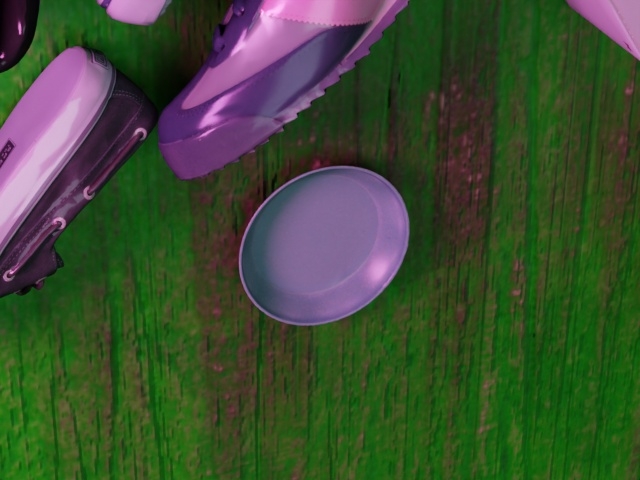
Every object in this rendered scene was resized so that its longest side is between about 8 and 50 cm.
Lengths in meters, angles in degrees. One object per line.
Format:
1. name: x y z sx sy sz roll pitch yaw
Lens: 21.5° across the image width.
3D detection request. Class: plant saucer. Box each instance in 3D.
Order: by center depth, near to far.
1. plant saucer: 0.000 0.000 1.109 0.119 0.021 0.119 -11 122 -18

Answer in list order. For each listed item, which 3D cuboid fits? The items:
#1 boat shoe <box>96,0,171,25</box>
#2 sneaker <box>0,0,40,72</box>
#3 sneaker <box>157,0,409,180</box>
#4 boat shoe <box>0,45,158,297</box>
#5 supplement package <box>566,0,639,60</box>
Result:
1. boat shoe: -0.093 -0.265 0.872 0.094 0.109 0.302 8 105 -14
2. sneaker: -0.180 -0.219 0.833 0.107 0.124 0.283 -17 124 -15
3. sneaker: -0.003 -0.179 0.964 0.131 0.112 0.319 43 93 -20
4. boat shoe: -0.179 -0.008 0.997 0.076 0.080 0.228 33 94 -33
5. supplement package: 0.224 -0.213 1.028 0.179 0.105 0.105 -39 127 1
